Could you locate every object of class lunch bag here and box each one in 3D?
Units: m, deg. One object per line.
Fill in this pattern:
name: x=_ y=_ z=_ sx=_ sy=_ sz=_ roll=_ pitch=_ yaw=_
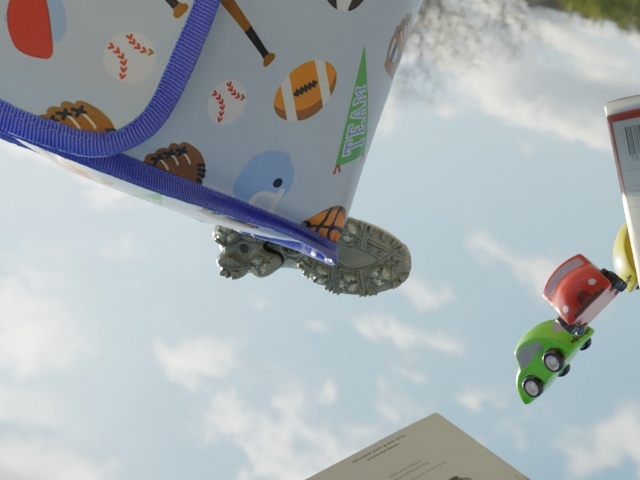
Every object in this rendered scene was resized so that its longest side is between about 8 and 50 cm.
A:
lunch bag: x=-0.106 y=-0.193 z=0.812 sx=0.239 sy=0.328 sz=0.385 roll=16 pitch=174 yaw=43

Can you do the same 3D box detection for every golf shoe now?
golf shoe: x=0.000 y=0.000 z=1.058 sx=0.176 sy=0.069 sz=0.086 roll=9 pitch=-162 yaw=21

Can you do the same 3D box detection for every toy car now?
toy car: x=0.236 y=0.066 z=1.159 sx=0.053 sy=0.225 sz=0.239 roll=45 pitch=-139 yaw=18

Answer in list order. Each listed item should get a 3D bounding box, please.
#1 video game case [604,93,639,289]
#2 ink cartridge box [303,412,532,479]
video game case: x=0.257 y=0.049 z=0.675 sx=0.025 sy=0.285 sz=0.204 roll=-14 pitch=-176 yaw=-31
ink cartridge box: x=0.134 y=0.350 z=1.263 sx=0.197 sy=0.198 sz=0.270 roll=-21 pitch=-142 yaw=-34
